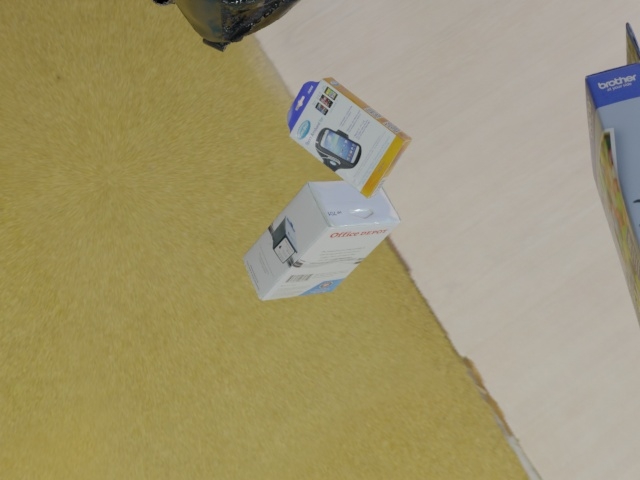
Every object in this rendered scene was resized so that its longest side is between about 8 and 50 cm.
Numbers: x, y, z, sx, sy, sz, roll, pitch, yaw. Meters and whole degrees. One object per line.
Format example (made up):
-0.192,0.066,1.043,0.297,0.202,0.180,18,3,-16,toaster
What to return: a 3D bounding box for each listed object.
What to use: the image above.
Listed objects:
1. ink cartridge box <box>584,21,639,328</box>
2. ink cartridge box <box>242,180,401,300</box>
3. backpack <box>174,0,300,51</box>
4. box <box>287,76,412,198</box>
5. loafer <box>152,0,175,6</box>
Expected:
0.302,-0.026,0.879,0.065,0.186,0.311,-12,59,13,ink cartridge box
0.000,0.000,1.343,0.139,0.191,0.082,-5,58,-41,ink cartridge box
-0.023,-0.203,0.457,0.173,0.117,0.158,-34,81,-7,backpack
0.027,-0.120,1.059,0.136,0.028,0.081,41,117,15,box
-0.173,-0.374,1.002,0.134,0.366,0.130,26,73,20,loafer
